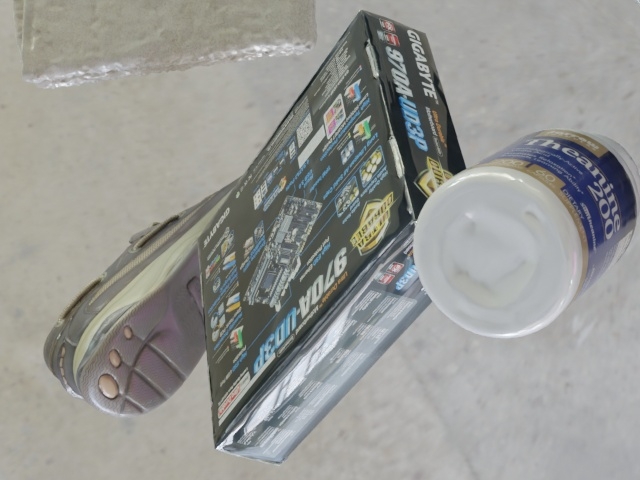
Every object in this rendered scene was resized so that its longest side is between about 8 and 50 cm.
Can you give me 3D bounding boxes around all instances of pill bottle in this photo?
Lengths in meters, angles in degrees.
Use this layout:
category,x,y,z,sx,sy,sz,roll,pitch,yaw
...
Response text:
category,x,y,z,sx,sy,sz,roll,pitch,yaw
pill bottle,0.091,-0.009,0.530,0.067,0.120,0.067,9,110,27

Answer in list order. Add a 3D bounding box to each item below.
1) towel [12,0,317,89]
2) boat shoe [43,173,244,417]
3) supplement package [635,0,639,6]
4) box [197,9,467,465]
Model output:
category,x,y,z,sx,sy,sz,roll,pitch,yaw
towel,-0.143,-0.240,1.160,0.282,0.049,0.187,-5,85,12
boat shoe,-0.125,0.019,1.237,0.130,0.355,0.132,14,132,39
supplement package,0.180,-0.237,0.585,0.199,0.262,0.198,-39,131,22
box,0.000,0.000,0.771,0.051,0.175,0.220,17,131,-27
